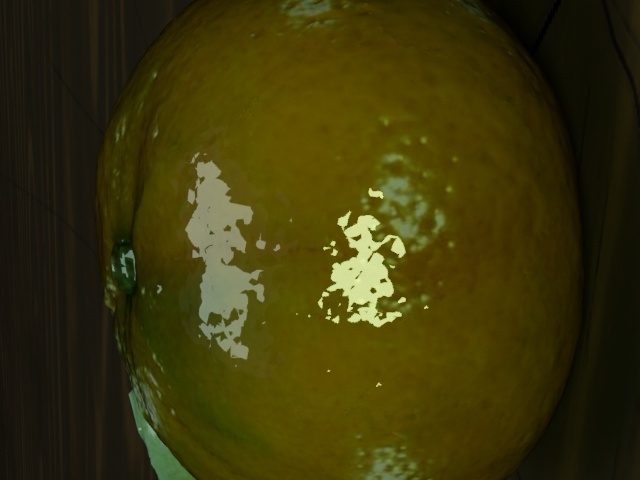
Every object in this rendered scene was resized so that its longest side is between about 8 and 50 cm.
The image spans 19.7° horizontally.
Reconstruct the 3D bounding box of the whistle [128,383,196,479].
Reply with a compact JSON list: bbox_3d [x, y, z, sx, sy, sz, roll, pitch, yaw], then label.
[{"bbox_3d":[-0.034,0.106,1.028,0.223,0.122,0.123,71,-178,-61],"label":"whistle"}]

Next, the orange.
[{"bbox_3d":[0.000,0.000,0.723,0.240,0.171,0.240,174,90,-74],"label":"orange"}]
